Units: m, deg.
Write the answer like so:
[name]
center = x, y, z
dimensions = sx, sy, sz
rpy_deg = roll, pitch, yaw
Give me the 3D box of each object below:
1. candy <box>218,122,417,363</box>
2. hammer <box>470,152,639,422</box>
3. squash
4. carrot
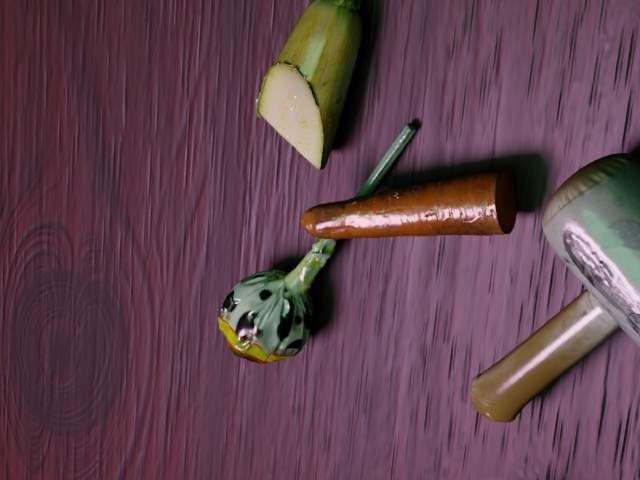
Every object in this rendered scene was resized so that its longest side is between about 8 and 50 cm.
[candy]
center = 0.000, 0.000, 1.735
dimensions = 0.091, 0.083, 0.305
rpy_deg = 29, 118, -11
[hammer]
center = 0.231, 0.076, 1.577
dimensions = 0.202, 0.113, 0.305
rpy_deg = 52, 133, 13
[squash]
center = -0.005, -0.167, 1.671
dimensions = 0.090, 0.075, 0.200
rpy_deg = 47, 130, 45
[carrot]
center = 0.075, -0.026, 1.651
dimensions = 0.210, 0.061, 0.061
rpy_deg = -5, 103, 26
